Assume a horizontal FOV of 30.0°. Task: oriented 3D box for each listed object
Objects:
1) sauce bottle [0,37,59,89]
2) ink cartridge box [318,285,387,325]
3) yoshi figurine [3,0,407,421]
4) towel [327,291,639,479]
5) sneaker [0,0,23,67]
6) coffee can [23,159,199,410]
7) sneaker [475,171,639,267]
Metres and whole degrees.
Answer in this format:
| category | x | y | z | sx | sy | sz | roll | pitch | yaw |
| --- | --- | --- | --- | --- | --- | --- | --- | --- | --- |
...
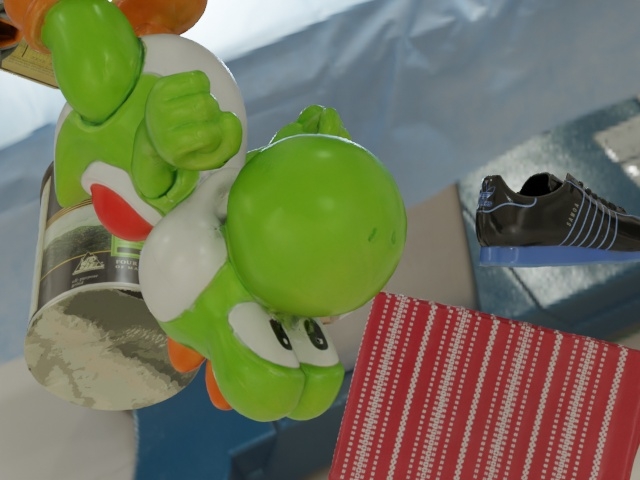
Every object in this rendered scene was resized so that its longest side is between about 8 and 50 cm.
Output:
| category | x | y | z | sx | sy | sz | roll | pitch | yaw |
| --- | --- | --- | --- | --- | --- | --- | --- | --- | --- |
| sauce bottle | -0.401 | -0.285 | 1.818 | 0.111 | 0.344 | 0.111 | -14 | 69 | 40 |
| ink cartridge box | 0.000 | 0.000 | 1.531 | 0.088 | 0.193 | 0.234 | -10 | 5 | 20 |
| yoshi figurine | -0.058 | -0.066 | 0.767 | 0.203 | 0.203 | 0.362 | -20 | 63 | -19 |
| towel | 0.160 | 0.170 | 1.112 | 0.275 | 0.031 | 0.199 | 13 | 84 | 10 |
| sneaker | -0.362 | -0.245 | 1.283 | 0.108 | 0.100 | 0.271 | 3 | 38 | -1 |
| coffee can | -0.243 | 0.035 | 1.432 | 0.201 | 0.201 | 0.275 | -13 | 43 | 4 |
| sneaker | 0.251 | -0.022 | 1.163 | 0.232 | 0.090 | 0.081 | -2 | 2 | -31 |
